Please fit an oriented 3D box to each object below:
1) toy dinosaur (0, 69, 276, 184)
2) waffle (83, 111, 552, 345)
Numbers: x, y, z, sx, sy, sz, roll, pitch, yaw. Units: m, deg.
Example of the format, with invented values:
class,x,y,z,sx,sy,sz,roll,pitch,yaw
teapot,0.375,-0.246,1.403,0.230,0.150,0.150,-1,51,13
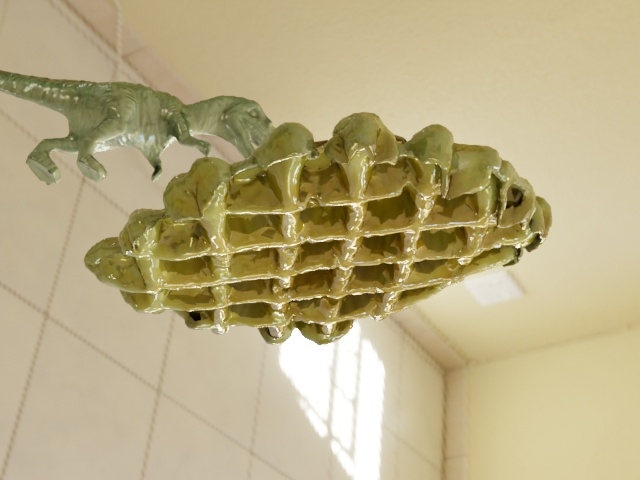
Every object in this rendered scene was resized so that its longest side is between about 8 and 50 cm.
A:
class,x,y,z,sx,sy,sz,roll,pitch,yaw
toy dinosaur,-0.229,-0.096,0.910,0.076,0.383,0.129,103,-5,-45
waffle,0.000,0.000,0.454,0.169,0.184,0.036,22,51,-47
